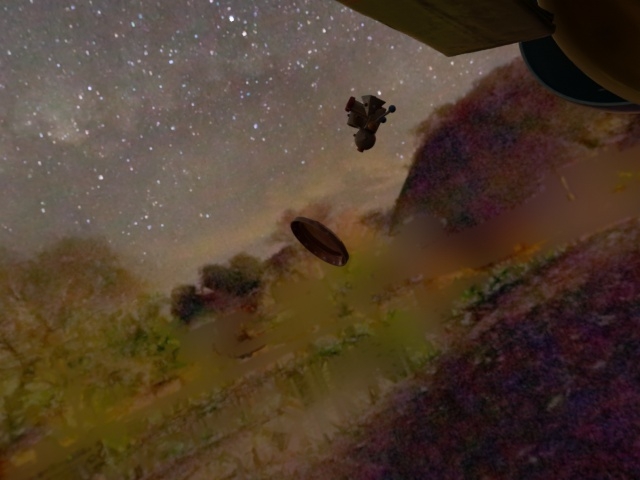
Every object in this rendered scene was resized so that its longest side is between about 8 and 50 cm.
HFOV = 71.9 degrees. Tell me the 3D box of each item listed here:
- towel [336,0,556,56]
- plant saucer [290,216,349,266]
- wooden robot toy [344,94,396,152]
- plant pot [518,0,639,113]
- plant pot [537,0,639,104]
[{"bbox_3d":[0.071,-0.173,0.303,0.237,0.021,0.102,-3,9,-45],"label":"towel"},{"bbox_3d":[0.000,0.000,0.533,0.013,0.083,0.083,-51,4,-20],"label":"plant saucer"},{"bbox_3d":[0.070,-0.188,0.741,0.076,0.079,0.173,19,4,-2],"label":"wooden robot toy"},{"bbox_3d":[0.445,-0.295,0.580,0.195,0.291,0.290,6,-26,-43],"label":"plant pot"},{"bbox_3d":[0.331,-0.258,0.306,0.239,0.254,0.254,-48,-2,-9],"label":"plant pot"}]
